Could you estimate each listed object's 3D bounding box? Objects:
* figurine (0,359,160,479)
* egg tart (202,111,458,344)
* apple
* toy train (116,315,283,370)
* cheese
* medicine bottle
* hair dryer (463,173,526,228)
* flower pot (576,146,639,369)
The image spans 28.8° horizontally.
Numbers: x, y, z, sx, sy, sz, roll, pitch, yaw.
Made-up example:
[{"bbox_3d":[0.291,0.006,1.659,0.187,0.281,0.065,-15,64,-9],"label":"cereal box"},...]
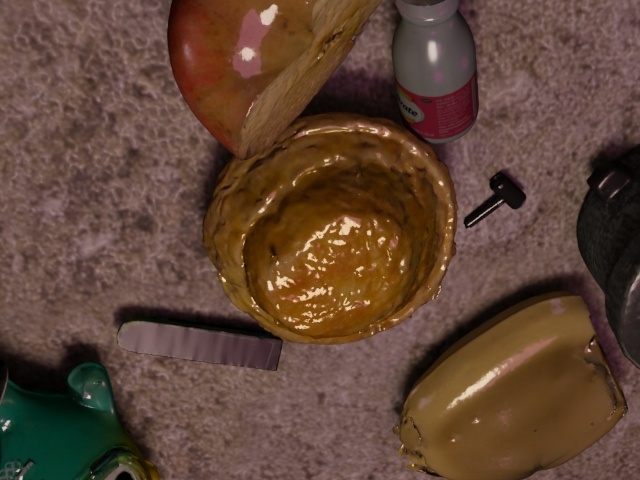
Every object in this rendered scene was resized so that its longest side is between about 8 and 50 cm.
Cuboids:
[{"bbox_3d":[-0.352,0.299,1.543,0.323,0.231,0.340,-50,132,-9],"label":"figurine"},{"bbox_3d":[0.016,0.011,1.417,0.319,0.128,0.319,-3,125,-4],"label":"egg tart"},{"bbox_3d":[-0.049,-0.243,1.236,0.163,0.251,0.293,39,113,4],"label":"apple"},{"bbox_3d":[-0.154,0.125,1.564,0.209,0.042,0.044,10,99,-18],"label":"toy train"},{"bbox_3d":[0.247,0.220,1.678,0.316,0.128,0.259,-32,118,3],"label":"cheese"},{"bbox_3d":[0.121,-0.200,1.331,0.090,0.090,0.216,-17,146,-1],"label":"medicine bottle"},{"bbox_3d":[0.209,-0.044,1.542,0.083,0.026,0.047,-38,122,23],"label":"hair dryer"},{"bbox_3d":[0.470,0.023,1.488,0.299,0.283,0.299,-6,126,-8],"label":"flower pot"}]
